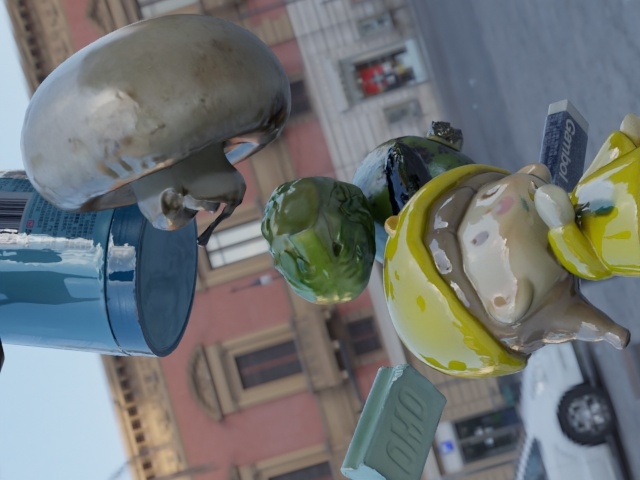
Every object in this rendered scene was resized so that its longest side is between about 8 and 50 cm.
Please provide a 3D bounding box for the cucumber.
[{"bbox_3d":[0.147,-0.013,1.563,0.081,0.072,0.303,33,153,57],"label":"cucumber"}]

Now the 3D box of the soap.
[{"bbox_3d":[0.114,0.293,1.707,0.114,0.063,0.198,43,-132,-23],"label":"soap"}]

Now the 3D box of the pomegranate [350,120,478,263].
[{"bbox_3d":[0.173,-0.076,1.908,0.254,0.254,0.271,13,-87,-84],"label":"pomegranate"}]

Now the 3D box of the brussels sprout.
[{"bbox_3d":[0.000,0.000,1.747,0.223,0.161,0.223,25,-121,-50],"label":"brussels sprout"}]

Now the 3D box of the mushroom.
[{"bbox_3d":[-0.202,-0.126,1.473,0.362,0.362,0.295,-2,-112,-85],"label":"mushroom"}]

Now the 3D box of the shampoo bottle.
[{"bbox_3d":[-0.433,0.035,2.036,0.331,0.342,0.331,4,-90,-79],"label":"shampoo bottle"}]

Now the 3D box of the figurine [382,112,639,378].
[{"bbox_3d":[0.201,0.007,0.992,0.187,0.343,0.215,46,-129,-21],"label":"figurine"}]

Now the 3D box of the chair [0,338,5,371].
[{"bbox_3d":[-0.601,0.152,1.816,0.326,0.183,0.176,-88,-14,-64],"label":"chair"}]

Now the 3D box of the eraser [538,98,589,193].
[{"bbox_3d":[0.452,-0.152,2.104,0.092,0.046,0.212,40,-128,-36],"label":"eraser"}]
